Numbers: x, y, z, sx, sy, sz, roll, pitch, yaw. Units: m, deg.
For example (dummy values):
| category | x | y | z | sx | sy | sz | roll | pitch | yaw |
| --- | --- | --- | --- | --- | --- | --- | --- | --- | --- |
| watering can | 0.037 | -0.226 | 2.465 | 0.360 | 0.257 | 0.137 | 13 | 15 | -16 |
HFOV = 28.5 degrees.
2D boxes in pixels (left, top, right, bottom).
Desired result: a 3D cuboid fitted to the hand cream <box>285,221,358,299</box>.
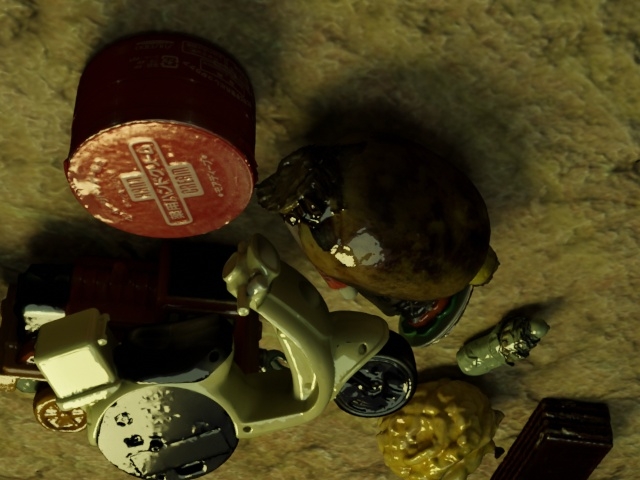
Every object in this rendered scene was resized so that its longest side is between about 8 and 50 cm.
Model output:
| category | x | y | z | sx | sy | sz | roll | pitch | yaw |
| --- | --- | --- | --- | --- | --- | --- | --- | --- | --- |
| hand cream | 0.001 | -0.001 | 1.494 | 0.052 | 0.038 | 0.216 | -34 | 134 | -2 |

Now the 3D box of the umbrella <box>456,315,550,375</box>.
| category | x | y | z | sx | sy | sz | roll | pitch | yaw |
| --- | --- | --- | --- | --- | --- | --- | --- | --- | --- |
| umbrella | 0.241 | 0.138 | 1.653 | 0.143 | 0.062 | 0.067 | -33 | 160 | 37 |

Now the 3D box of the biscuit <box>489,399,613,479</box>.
| category | x | y | z | sx | sy | sz | roll | pitch | yaw |
| --- | --- | --- | --- | --- | --- | --- | --- | --- | --- |
| biscuit | 0.335 | 0.372 | 1.950 | 0.107 | 0.073 | 0.388 | 7 | 142 | -8 |

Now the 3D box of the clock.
| category | x | y | z | sx | sy | sz | roll | pitch | yaw |
| --- | --- | --- | --- | --- | --- | --- | --- | --- | --- |
| clock | -0.102 | 0.135 | 1.408 | 0.379 | 0.120 | 0.276 | -22 | 124 | 9 |

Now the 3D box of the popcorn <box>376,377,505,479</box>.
| category | x | y | z | sx | sy | sz | roll | pitch | yaw |
| --- | --- | --- | --- | --- | --- | --- | --- | --- | --- |
| popcorn | 0.170 | 0.269 | 1.763 | 0.170 | 0.180 | 0.180 | 41 | 132 | -5 |

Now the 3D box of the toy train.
| category | x | y | z | sx | sy | sz | roll | pitch | yaw |
| --- | --- | --- | --- | --- | --- | --- | --- | --- | --- |
| toy train | -0.214 | 0.112 | 1.536 | 0.369 | 0.163 | 0.231 | 6 | 129 | -8 |

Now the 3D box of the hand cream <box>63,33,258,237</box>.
| category | x | y | z | sx | sy | sz | roll | pitch | yaw |
| --- | --- | --- | --- | --- | --- | --- | --- | --- | --- |
| hand cream | -0.159 | -0.104 | 1.277 | 0.193 | 0.125 | 0.193 | 0 | 142 | 0 |

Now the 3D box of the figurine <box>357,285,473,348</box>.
| category | x | y | z | sx | sy | sz | roll | pitch | yaw |
| --- | --- | --- | --- | --- | --- | --- | --- | --- | --- |
| figurine | 0.086 | 0.038 | 1.482 | 0.154 | 0.132 | 0.132 | 33 | 132 | -23 |

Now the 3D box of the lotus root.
| category | x | y | z | sx | sy | sz | roll | pitch | yaw |
| --- | --- | --- | --- | --- | --- | --- | --- | --- | --- |
| lotus root | 0.086 | -0.022 | 1.354 | 0.314 | 0.169 | 0.141 | 20 | 170 | -32 |

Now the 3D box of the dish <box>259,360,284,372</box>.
| category | x | y | z | sx | sy | sz | roll | pitch | yaw |
| --- | --- | --- | --- | --- | --- | --- | --- | --- | --- |
| dish | -0.165 | 0.221 | 1.740 | 0.246 | 0.078 | 0.224 | -1 | 144 | 1 |
